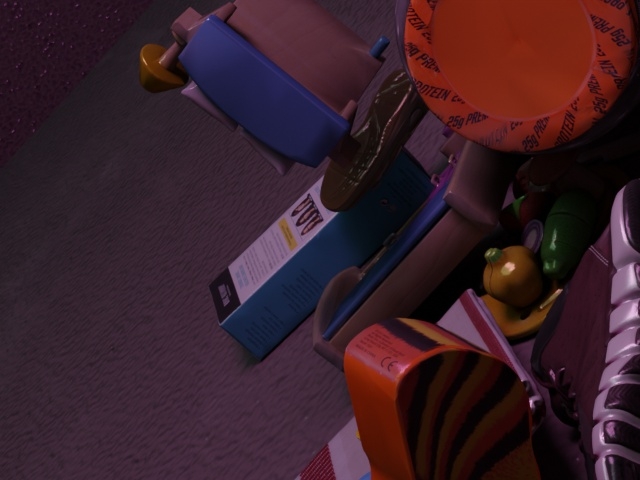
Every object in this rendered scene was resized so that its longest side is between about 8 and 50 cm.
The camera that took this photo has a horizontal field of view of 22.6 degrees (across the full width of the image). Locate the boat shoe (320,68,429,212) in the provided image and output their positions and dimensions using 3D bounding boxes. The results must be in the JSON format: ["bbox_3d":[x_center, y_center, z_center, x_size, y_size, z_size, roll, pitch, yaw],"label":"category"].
[{"bbox_3d":[0.056,-0.087,1.502,0.056,0.048,0.153,18,75,46],"label":"boat shoe"}]

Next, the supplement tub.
[{"bbox_3d":[0.176,-0.190,1.271,0.207,0.207,0.338,-38,6,21],"label":"supplement tub"}]

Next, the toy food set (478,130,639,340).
[{"bbox_3d":[0.176,-0.025,1.282,0.128,0.071,0.218,-15,37,53],"label":"toy food set"}]

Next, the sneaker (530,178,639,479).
[{"bbox_3d":[0.194,0.110,1.018,0.162,0.106,0.281,123,164,-50],"label":"sneaker"}]

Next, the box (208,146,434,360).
[{"bbox_3d":[0.000,0.000,1.579,0.244,0.060,0.100,-44,23,7],"label":"box"}]

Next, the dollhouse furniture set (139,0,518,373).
[{"bbox_3d":[-0.008,-0.092,1.375,0.198,0.303,0.286,-48,7,30],"label":"dollhouse furniture set"}]

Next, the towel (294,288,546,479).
[{"bbox_3d":[0.027,0.194,1.159,0.329,0.037,0.237,-49,14,8],"label":"towel"}]

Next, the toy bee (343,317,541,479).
[{"bbox_3d":[0.090,0.171,0.957,0.162,0.298,0.195,-17,47,-30],"label":"toy bee"}]
